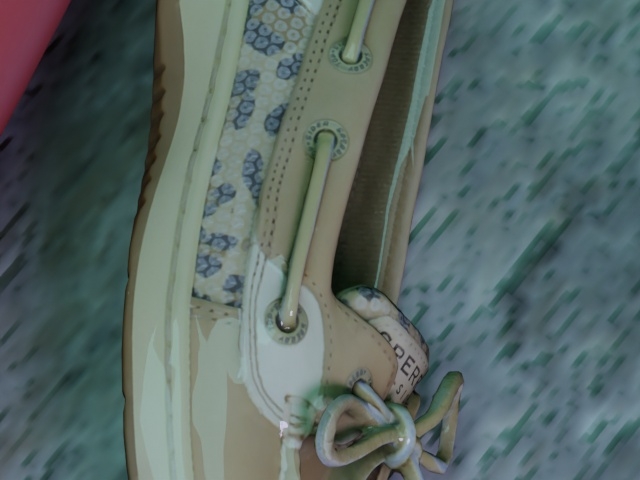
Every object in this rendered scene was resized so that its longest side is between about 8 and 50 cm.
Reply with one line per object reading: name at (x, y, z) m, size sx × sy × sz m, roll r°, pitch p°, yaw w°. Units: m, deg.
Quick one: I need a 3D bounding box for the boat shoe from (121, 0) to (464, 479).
boat shoe at (0.000, 0.000, 0.557) m, size 0.089 × 0.104 × 0.285 m, roll -2°, pitch 74°, yaw 8°

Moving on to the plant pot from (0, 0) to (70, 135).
plant pot at (-0.181, -0.097, 0.535) m, size 0.275 × 0.275 × 0.243 m, roll 30°, pitch 68°, yaw 13°
